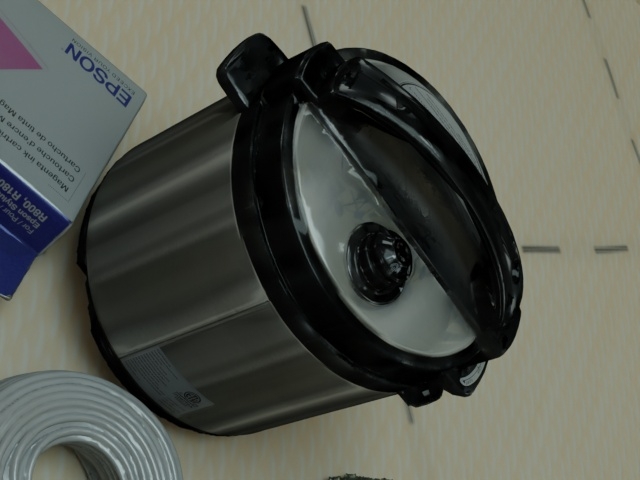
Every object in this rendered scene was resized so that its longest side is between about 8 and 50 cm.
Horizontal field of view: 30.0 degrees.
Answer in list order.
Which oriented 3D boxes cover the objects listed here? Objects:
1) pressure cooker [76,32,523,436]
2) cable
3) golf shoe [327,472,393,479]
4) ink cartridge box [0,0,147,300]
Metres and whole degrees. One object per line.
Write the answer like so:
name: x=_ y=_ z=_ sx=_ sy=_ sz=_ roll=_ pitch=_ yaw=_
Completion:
pressure cooker: x=-0.001 y=0.005 z=1.266 sx=0.370 sy=0.420 sz=0.375 roll=12 pitch=64 yaw=-43
cable: x=-0.256 y=0.249 z=1.176 sx=0.257 sy=0.089 sz=0.257 roll=41 pitch=48 yaw=-17
golf shoe: x=0.023 y=0.324 z=1.406 sx=0.176 sy=0.069 sz=0.086 roll=-4 pitch=91 yaw=-38
ink cartridge box: x=-0.372 y=-0.154 z=1.263 sx=0.324 sy=0.071 sz=0.330 roll=41 pitch=39 yaw=-21
